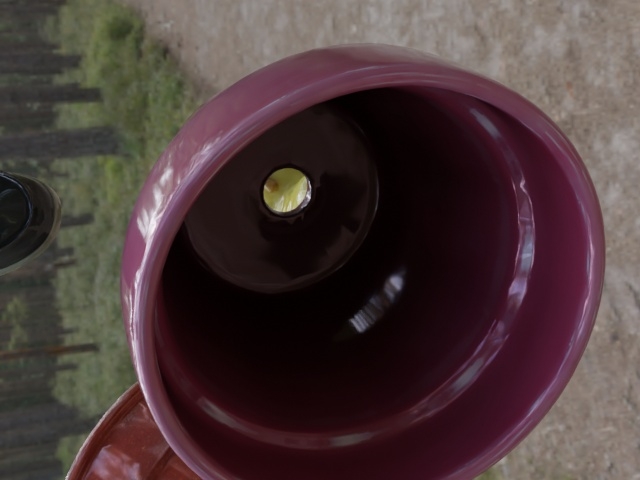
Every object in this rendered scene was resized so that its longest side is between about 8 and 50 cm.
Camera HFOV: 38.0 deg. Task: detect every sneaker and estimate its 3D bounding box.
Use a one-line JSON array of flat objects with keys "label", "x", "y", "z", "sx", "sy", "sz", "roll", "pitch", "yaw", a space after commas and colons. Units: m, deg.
[{"label": "sneaker", "x": -0.298, "y": -0.019, "z": 0.627, "sx": 0.118, "sy": 0.222, "sz": 0.083, "roll": 59, "pitch": -150, "yaw": -78}]

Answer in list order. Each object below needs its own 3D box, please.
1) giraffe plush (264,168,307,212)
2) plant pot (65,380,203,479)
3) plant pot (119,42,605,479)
[{"label": "giraffe plush", "x": -0.016, "y": -0.016, "z": 0.854, "sx": 0.170, "sy": 0.181, "sz": 0.210, "roll": 24, "pitch": 138, "yaw": 49}, {"label": "plant pot", "x": -0.035, "y": 0.265, "z": 0.787, "sx": 0.265, "sy": 0.272, "sz": 0.272, "roll": 23, "pitch": 123, "yaw": 36}, {"label": "plant pot", "x": 0.000, "y": 0.000, "z": 0.446, "sx": 0.180, "sy": 0.201, "sz": 0.201, "roll": -134, "pitch": 40, "yaw": -63}]
